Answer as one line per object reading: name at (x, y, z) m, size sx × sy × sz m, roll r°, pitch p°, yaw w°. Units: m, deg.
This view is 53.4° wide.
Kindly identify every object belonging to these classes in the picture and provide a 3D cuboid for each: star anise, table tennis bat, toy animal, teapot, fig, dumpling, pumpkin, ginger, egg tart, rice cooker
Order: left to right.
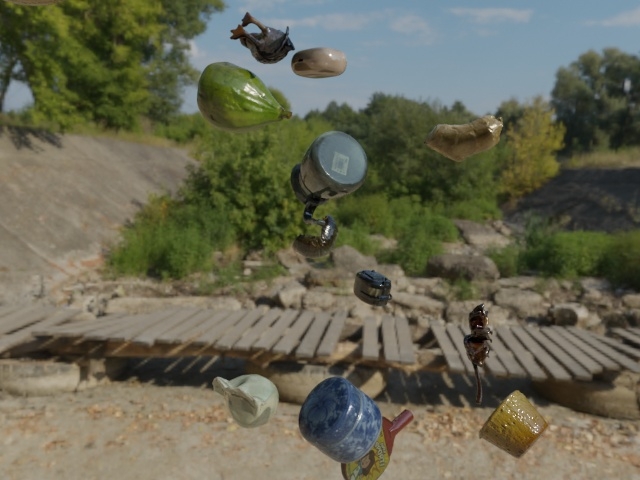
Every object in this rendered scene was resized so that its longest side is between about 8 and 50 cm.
fig at (-0.274, -0.454, 2.124) m, size 0.233 × 0.233 × 0.314 m, roll -3°, pitch 40°, yaw -46°
dumpling at (-0.177, 0.370, 1.486) m, size 0.152 × 0.124 × 0.228 m, roll 14°, pitch -26°, yaw 15°
toy animal at (-0.190, -0.661, 2.112) m, size 0.298 × 0.122 × 0.185 m, roll 20°, pitch -12°, yaw 39°
pumpkin at (0.000, 0.000, 2.290) m, size 0.108 × 0.183 × 0.119 m, roll 43°, pitch -16°, yaw 22°
teapot at (0.022, -0.199, 2.257) m, size 0.224 × 0.305 × 0.285 m, roll -11°, pitch -10°, yaw -31°
rice cooker at (0.187, 0.168, 2.281) m, size 0.112 × 0.106 × 0.165 m, roll 0°, pitch 14°, yaw -31°
table tennis bat at (0.168, 0.600, 1.889) m, size 0.310 × 0.200 × 0.038 m, roll -29°, pitch 25°, yaw -37°
ginger at (0.339, -0.242, 1.499) m, size 0.190 × 0.095 × 0.069 m, roll -15°, pitch -16°, yaw 11°
star anise at (0.403, 0.273, 1.627) m, size 0.074 × 0.177 × 0.233 m, roll -3°, pitch 46°, yaw 16°
egg tart at (0.613, 0.593, 2.015) m, size 0.147 × 0.202 × 0.203 m, roll 42°, pitch 26°, yaw 26°

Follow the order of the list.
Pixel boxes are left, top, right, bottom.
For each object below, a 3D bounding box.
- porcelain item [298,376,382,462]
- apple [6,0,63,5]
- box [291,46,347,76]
porcelain item at (0.037, 0.359, 1.285) m, size 0.114 × 0.147 × 0.147 m, roll 44°, pitch -15°, yaw -28°
apple at (-0.506, -0.525, 1.056) m, size 0.265 × 0.264 × 0.264 m, roll 4°, pitch 6°, yaw 0°
box at (-0.006, -0.579, 2.080) m, size 0.146 × 0.088 × 0.200 m, roll 0°, pitch 8°, yaw -38°
